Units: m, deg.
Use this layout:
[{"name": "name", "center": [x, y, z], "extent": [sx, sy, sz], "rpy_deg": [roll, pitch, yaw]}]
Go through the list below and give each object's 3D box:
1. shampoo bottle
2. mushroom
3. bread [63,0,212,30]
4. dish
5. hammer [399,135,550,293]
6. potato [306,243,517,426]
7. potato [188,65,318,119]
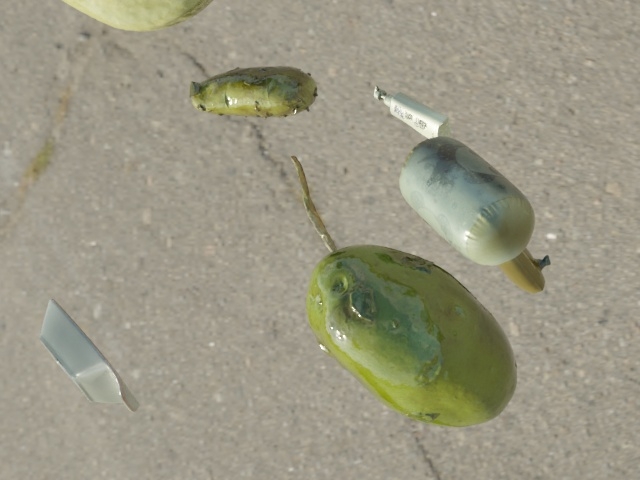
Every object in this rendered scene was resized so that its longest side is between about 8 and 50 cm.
[{"name": "shampoo bottle", "center": [0.134, -0.190, 1.613], "extent": [0.141, 0.049, 0.034], "rpy_deg": [35, 74, 32]}, {"name": "mushroom", "center": [0.006, -0.002, 1.468], "extent": [0.028, 0.026, 0.286], "rpy_deg": [-19, 63, 4]}, {"name": "bread", "center": [-0.280, -0.483, 1.665], "extent": [0.320, 0.237, 0.321], "rpy_deg": [7, 117, 15]}, {"name": "dish", "center": [-0.402, 0.217, 1.867], "extent": [0.064, 0.154, 0.234], "rpy_deg": [-40, 56, -17]}, {"name": "hammer", "center": [0.234, -0.005, 1.448], "extent": [0.113, 0.305, 0.202], "rpy_deg": [-43, 45, 5]}, {"name": "potato", "center": [0.092, 0.104, 1.142], "extent": [0.149, 0.253, 0.186], "rpy_deg": [-59, 11, -22]}, {"name": "potato", "center": [-0.114, -0.253, 1.864], "extent": [0.225, 0.117, 0.090], "rpy_deg": [-1, 102, 13]}]
